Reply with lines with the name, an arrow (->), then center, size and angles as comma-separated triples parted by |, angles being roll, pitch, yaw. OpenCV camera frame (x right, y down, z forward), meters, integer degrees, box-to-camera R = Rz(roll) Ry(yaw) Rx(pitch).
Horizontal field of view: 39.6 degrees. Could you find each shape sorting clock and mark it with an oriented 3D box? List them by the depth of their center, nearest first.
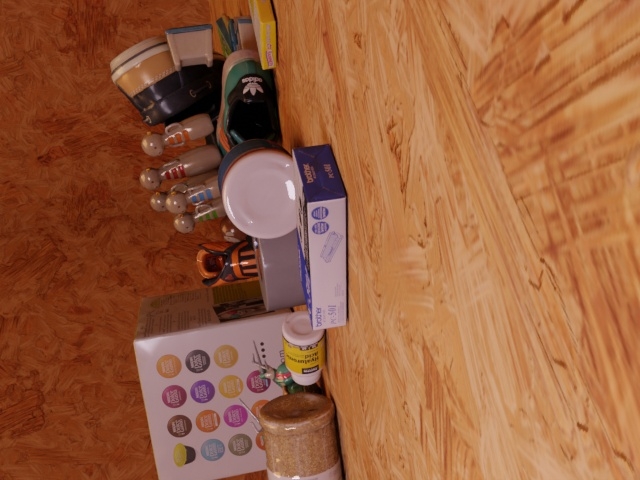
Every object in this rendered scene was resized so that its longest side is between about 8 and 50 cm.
shape sorting clock -> -0.185, -0.404, 1.982 | 0.206, 0.040, 0.206 | 159, 90, -81

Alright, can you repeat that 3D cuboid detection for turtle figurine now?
turtle figurine -> -0.049, 0.282, 1.496 | 0.175, 0.118, 0.234 | -81, -29, -63

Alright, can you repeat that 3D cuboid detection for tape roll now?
tape roll -> -0.075, 0.009, 1.531 | 0.219, 0.072, 0.219 | 172, 90, -83

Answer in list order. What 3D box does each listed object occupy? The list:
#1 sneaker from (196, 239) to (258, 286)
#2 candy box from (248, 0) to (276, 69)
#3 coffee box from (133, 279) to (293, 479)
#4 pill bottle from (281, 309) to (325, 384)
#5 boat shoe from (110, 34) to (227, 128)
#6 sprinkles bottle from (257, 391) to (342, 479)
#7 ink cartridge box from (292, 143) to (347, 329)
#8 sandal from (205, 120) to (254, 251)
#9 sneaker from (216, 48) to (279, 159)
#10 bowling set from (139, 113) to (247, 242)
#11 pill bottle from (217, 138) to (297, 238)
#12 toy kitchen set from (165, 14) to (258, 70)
sneaker -> -0.183, 0.025, 1.956 | 0.321, 0.180, 0.124 | -174, 75, -82
candy box -> -0.097, -0.379, 1.391 | 0.105, 0.027, 0.205 | 89, 170, -61
coffee box -> -0.220, 0.301, 1.980 | 0.338, 0.335, 0.337 | -129, 30, -76
pill bottle -> -0.024, 0.166, 1.353 | 0.065, 0.065, 0.116 | -106, 10, -45
boat shoe -> -0.269, -0.291, 1.786 | 0.156, 0.187, 0.500 | 60, -172, -1
sprinkles bottle -> -0.017, 0.422, 1.393 | 0.121, 0.121, 0.355 | -125, 27, -74
ink cartridge box -> 0.000, 0.000, 1.031 | 0.097, 0.046, 0.207 | -105, 9, -46
sandal -> -0.135, -0.100, 1.831 | 0.167, 0.107, 0.445 | 90, 156, -44
sneaker -> -0.128, -0.182, 1.559 | 0.302, 0.108, 0.121 | 92, 171, -52
bowling set -> -0.228, -0.075, 1.589 | 0.287, 0.154, 0.199 | 85, 162, -65
pill bottle -> -0.087, -0.084, 1.300 | 0.221, 0.124, 0.124 | -125, 27, -74
toy kitchen set -> -0.195, -0.360, 1.623 | 0.207, 0.166, 0.122 | 145, 116, -82
